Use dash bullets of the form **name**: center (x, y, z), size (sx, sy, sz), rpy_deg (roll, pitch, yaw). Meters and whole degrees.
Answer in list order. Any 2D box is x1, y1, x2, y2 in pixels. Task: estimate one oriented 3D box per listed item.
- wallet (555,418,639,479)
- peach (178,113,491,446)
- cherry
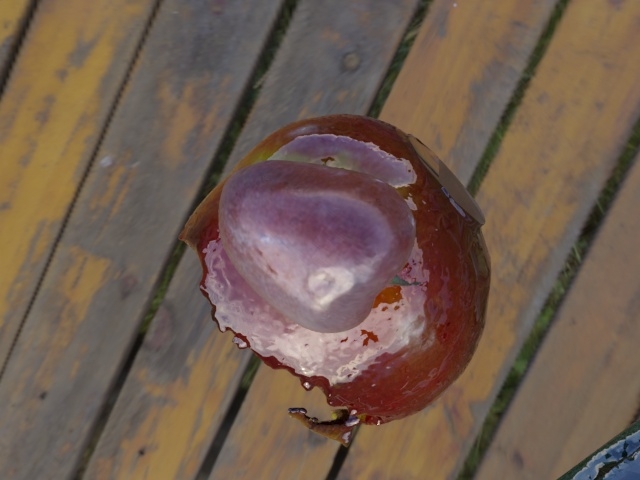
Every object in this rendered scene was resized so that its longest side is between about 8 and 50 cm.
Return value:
- **wallet**: center (0.275, 0.253, 1.183), size (0.236, 0.055, 0.160), rpy_deg (-31, 71, -18)
- **peach**: center (0.041, 0.029, 1.591), size (0.310, 0.335, 0.406), rpy_deg (-38, 138, 7)
- **cherry**: center (-0.003, 0.006, 0.828), size (0.126, 0.087, 0.106), rpy_deg (7, 122, 7)
